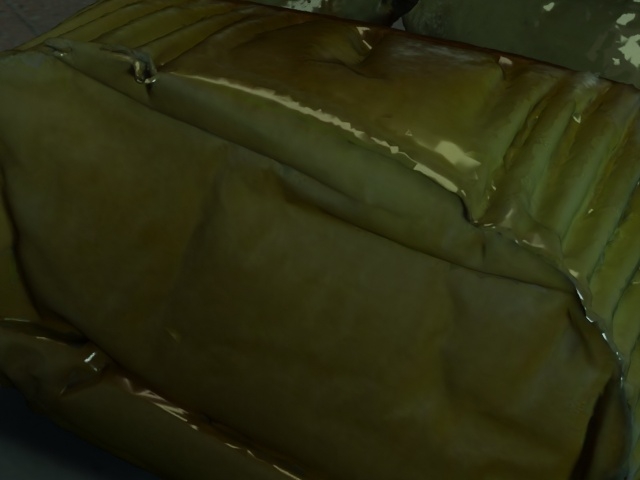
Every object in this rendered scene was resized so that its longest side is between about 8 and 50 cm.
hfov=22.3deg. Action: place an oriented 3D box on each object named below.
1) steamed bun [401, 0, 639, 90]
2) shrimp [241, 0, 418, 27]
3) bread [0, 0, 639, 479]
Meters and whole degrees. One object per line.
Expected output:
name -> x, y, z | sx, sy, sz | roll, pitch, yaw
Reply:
steamed bun -> 0.188, -0.129, 0.991 | 0.212, 0.110, 0.231 | -18, 45, -41
shrimp -> -0.065, -0.088, 0.791 | 0.294, 0.062, 0.154 | -40, 40, -23
bread -> 0.000, 0.000, 0.621 | 0.288, 0.204, 0.156 | 16, 35, 15
